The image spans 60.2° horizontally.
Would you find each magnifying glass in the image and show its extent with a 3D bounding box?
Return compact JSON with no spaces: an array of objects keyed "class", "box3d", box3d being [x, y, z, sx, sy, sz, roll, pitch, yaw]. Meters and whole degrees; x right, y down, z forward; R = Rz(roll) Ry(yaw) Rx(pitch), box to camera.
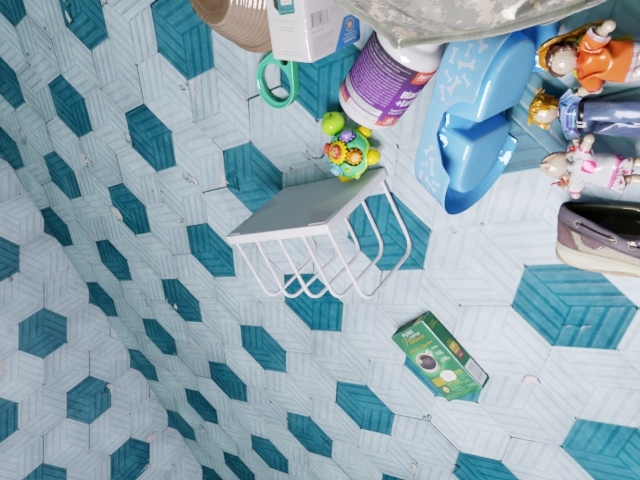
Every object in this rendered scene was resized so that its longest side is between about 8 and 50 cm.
[{"class":"magnifying glass","box3d":[-0.061,-0.331,0.981,0.092,0.026,0.231,42,139,10]}]

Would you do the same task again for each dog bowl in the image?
[{"class":"dog bowl","box3d":[0.213,-0.173,0.750,0.074,0.166,0.297,39,141,30]}]

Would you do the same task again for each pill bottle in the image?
[{"class":"pill bottle","box3d":[0.113,-0.262,0.807,0.108,0.108,0.193,46,141,5]}]

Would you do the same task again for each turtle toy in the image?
[{"class":"turtle toy","box3d":[0.042,-0.167,0.970,0.095,0.066,0.130,-32,71,42]}]

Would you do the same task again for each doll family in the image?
[{"class":"doll family","box3d":[0.342,-0.174,0.681,0.163,0.118,0.263,14,147,28]}]

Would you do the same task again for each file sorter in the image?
[{"class":"file sorter","box3d":[0.000,0.000,1.059,0.277,0.193,0.173,-5,120,45]}]

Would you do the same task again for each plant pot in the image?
[{"class":"plant pot","box3d":[-0.143,-0.422,0.901,0.237,0.109,0.237,26,132,33]}]

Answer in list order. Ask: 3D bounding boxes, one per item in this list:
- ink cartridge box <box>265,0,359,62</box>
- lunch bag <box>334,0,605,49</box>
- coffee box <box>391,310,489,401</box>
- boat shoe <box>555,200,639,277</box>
[{"class":"ink cartridge box","box3d":[-0.015,-0.394,0.802,0.078,0.134,0.231,19,131,33]},{"class":"lunch bag","box3d":[0.183,-0.346,0.563,0.287,0.169,0.235,8,88,40]},{"class":"coffee box","box3d":[0.244,0.239,1.134,0.184,0.040,0.113,47,140,3]},{"class":"boat shoe","box3d":[0.444,-0.004,0.708,0.285,0.103,0.092,10,132,46]}]
